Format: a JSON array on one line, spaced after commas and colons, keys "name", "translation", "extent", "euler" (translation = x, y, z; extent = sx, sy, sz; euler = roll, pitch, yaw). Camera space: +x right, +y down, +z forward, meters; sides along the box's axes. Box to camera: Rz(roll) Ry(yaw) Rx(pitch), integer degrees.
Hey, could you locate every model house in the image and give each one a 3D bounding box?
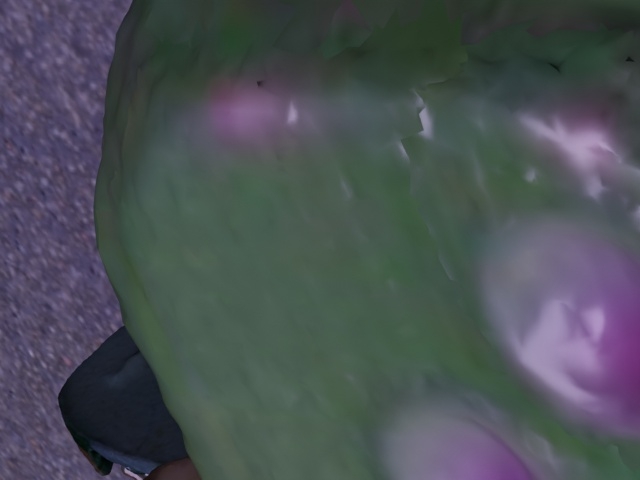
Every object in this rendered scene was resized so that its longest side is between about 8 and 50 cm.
[{"name": "model house", "translation": [-0.074, 0.140, 1.187], "extent": [0.148, 0.119, 0.148], "euler": [9, 137, 38]}]

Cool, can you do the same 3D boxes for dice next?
[{"name": "dice", "translation": [0.134, -0.018, 0.676], "extent": [0.322, 0.318, 0.330], "euler": [5, 126, 40]}]

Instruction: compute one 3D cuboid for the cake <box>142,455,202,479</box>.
[{"name": "cake", "translation": [0.028, 0.261, 0.981], "extent": [0.290, 0.282, 0.255], "euler": [6, 143, 16]}]
